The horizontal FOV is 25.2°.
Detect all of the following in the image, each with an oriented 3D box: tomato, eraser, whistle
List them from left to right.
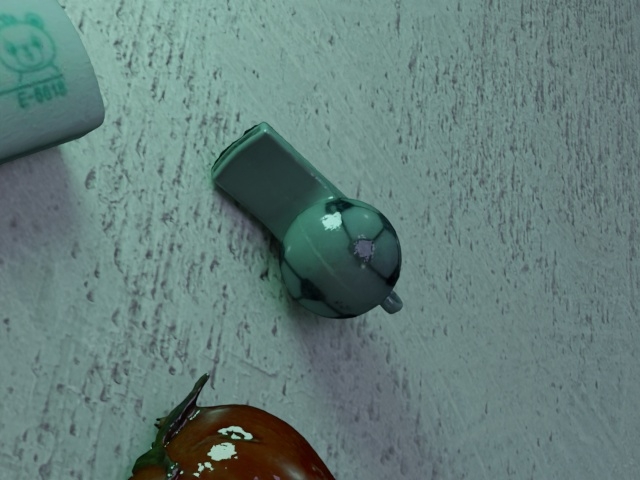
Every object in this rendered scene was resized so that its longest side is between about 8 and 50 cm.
[{"bbox_3d":[-0.367,-0.160,1.450,0.290,0.104,0.189,-29,88,-53],"label":"eraser"},{"bbox_3d":[-0.057,0.293,1.488,0.309,0.170,0.309,25,52,-37],"label":"tomato"},{"bbox_3d":[0.000,0.000,1.741,0.290,0.163,0.163,41,43,-25],"label":"whistle"}]
